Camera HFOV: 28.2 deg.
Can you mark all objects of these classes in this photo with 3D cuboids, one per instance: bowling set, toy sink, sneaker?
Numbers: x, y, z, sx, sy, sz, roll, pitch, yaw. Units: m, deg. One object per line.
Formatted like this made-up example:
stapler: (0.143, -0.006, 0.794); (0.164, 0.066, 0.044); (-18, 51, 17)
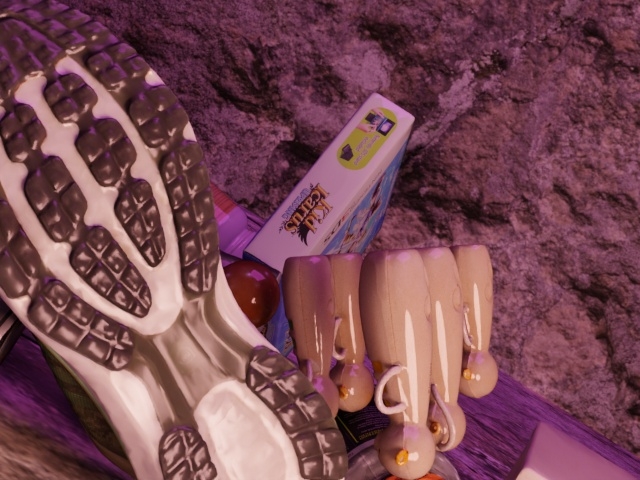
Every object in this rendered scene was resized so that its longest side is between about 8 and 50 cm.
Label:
bowling set: (0.023, 0.086, 0.970); (0.200, 0.154, 0.287); (-5, -1, 23)
toy sink: (0.235, 0.285, 1.222); (0.153, 0.131, 0.234); (32, 9, 9)
sneaker: (-0.145, 0.040, 0.831); (0.182, 0.158, 0.410); (3, -58, 54)

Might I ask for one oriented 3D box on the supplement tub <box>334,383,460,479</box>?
supplement tub: (0.042, 0.194, 1.027); (0.117, 0.117, 0.190); (29, 5, -22)

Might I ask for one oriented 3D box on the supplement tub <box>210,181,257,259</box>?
supplement tub: (-0.183, -0.019, 1.597); (0.200, 0.144, 0.144); (42, 5, 1)

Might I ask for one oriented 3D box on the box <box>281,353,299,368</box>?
box: (-0.034, 0.162, 1.261); (0.231, 0.056, 0.183); (31, 5, -2)

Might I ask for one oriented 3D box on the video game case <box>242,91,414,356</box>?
video game case: (0.000, 0.000, 1.431); (0.061, 0.244, 0.269); (33, -26, 11)

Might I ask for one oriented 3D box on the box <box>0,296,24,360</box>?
box: (-0.285, 0.030, 0.869); (0.169, 0.087, 0.290); (31, 4, -7)

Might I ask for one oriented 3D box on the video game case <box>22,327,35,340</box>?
video game case: (-0.251, 0.068, 1.137); (0.166, 0.015, 0.119); (30, 4, -8)

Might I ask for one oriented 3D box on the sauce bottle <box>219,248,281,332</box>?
sauce bottle: (-0.208, -0.001, 1.249); (0.344, 0.111, 0.111); (20, 4, 2)
